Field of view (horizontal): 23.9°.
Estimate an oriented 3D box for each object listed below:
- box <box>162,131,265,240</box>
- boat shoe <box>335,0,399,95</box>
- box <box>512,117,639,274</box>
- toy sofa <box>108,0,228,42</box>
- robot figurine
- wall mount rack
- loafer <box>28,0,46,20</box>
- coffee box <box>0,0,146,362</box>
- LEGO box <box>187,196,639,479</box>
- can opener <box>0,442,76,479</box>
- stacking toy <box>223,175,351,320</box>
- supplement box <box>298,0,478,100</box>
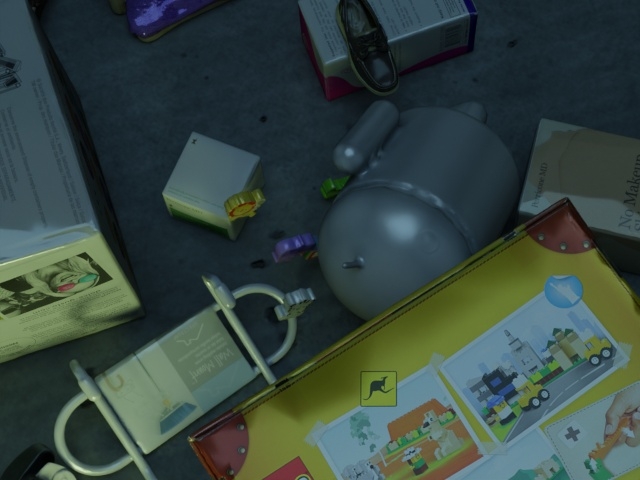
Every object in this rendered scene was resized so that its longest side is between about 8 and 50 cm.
[{"bbox_3d":[-0.140,-0.071,2.000,0.101,0.087,0.102,21,71,10],"label":"box"},{"bbox_3d":[0.058,-0.259,1.966,0.056,0.049,0.152,-24,71,-7],"label":"boat shoe"},{"bbox_3d":[0.414,-0.041,1.949,0.311,0.121,0.148,12,70,7],"label":"box"},{"bbox_3d":[-0.143,-0.439,2.110,0.362,0.150,0.177,-23,69,-7],"label":"toy sofa"},{"bbox_3d":[0.123,-0.028,1.878,0.300,0.199,0.353,53,44,-19],"label":"robot figurine"},{"bbox_3d":[-0.142,0.221,1.875,0.350,0.130,0.304,-34,103,-9],"label":"wall mount rack"},{"bbox_3d":[-0.453,-0.338,2.092,0.133,0.130,0.366,13,70,7],"label":"loafer"},{"bbox_3d":[-0.444,-0.048,1.871,0.338,0.334,0.338,-19,70,-3],"label":"coffee box"},{"bbox_3d":[0.169,0.252,1.660,0.500,0.193,0.372,-32,70,-6],"label":"LEGO box"},{"bbox_3d":[-0.406,0.381,1.856,0.093,0.074,0.280,21,65,46],"label":"can opener"},{"bbox_3d":[0.000,0.000,1.944,0.221,0.052,0.167,-13,67,-36],"label":"stacking toy"},{"bbox_3d":[0.090,-0.292,2.064,0.220,0.111,0.114,-21,70,-6],"label":"supplement box"}]
